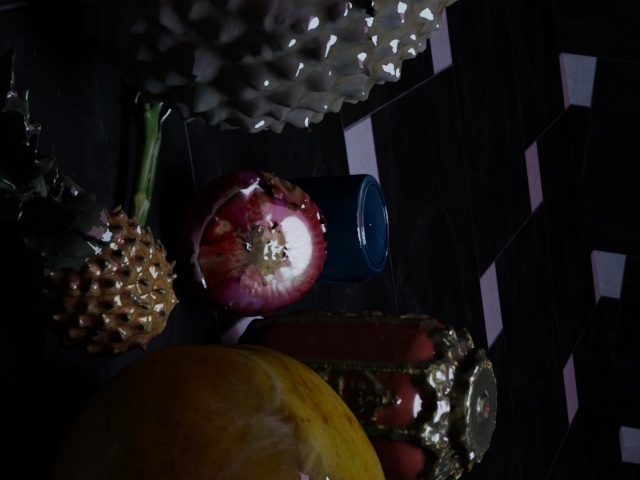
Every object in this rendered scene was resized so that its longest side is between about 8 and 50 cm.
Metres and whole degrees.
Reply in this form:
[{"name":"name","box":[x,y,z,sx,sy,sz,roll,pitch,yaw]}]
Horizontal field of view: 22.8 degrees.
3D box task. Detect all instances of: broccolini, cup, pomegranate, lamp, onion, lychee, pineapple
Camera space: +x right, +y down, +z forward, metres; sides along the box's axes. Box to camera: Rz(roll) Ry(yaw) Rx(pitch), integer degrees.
[{"name":"broccolini","box":[-0.158,-0.083,1.404,0.054,0.051,0.239,18,68,-22]},{"name":"cup","box":[-0.001,-0.011,1.678,0.150,0.138,0.113,8,79,-70]},{"name":"pomegranate","box":[-0.082,0.214,1.225,0.307,0.307,0.307,-4,90,-71]},{"name":"lamp","box":[0.031,0.153,1.530,0.177,0.274,0.177,-1,90,-65]},{"name":"onion","box":[-0.077,-0.007,1.526,0.140,0.150,0.150,38,-34,58]},{"name":"lychee","box":[-0.036,-0.301,1.308,0.380,0.380,0.432,3,105,-71]},{"name":"pineapple","box":[-0.198,-0.013,1.141,0.277,0.119,0.130,60,25,-50]}]
